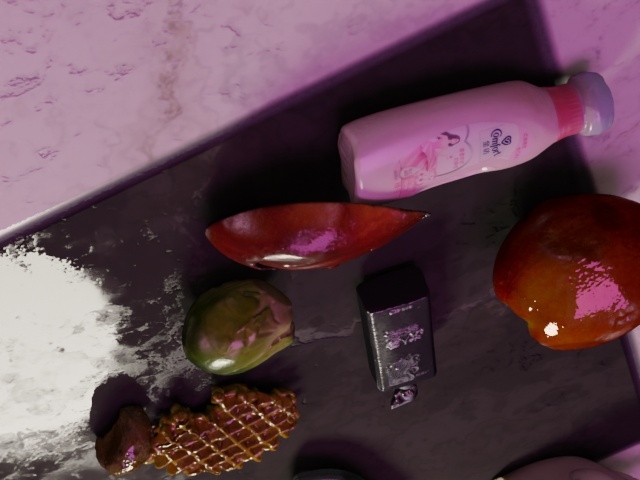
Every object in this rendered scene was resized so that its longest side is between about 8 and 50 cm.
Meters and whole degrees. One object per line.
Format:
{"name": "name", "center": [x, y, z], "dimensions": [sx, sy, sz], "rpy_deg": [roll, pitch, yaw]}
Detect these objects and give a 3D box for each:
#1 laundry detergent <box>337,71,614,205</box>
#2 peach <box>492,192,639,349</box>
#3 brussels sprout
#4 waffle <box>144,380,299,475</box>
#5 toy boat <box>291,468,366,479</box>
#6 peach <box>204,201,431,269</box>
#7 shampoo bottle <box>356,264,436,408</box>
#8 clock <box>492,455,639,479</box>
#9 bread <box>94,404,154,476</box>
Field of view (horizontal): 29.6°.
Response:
{"name": "laundry detergent", "center": [0.191, -0.129, 1.472], "dimensions": [0.335, 0.087, 0.159], "rpy_deg": [-15, 154, -9]}
{"name": "peach", "center": [0.359, 0.031, 1.663], "dimensions": [0.244, 0.199, 0.243], "rpy_deg": [-6, 128, -7]}
{"name": "brussels sprout", "center": [-0.115, 0.113, 1.608], "dimensions": [0.155, 0.117, 0.155], "rpy_deg": [-33, 153, -19]}
{"name": "waffle", "center": [-0.149, 0.293, 1.870], "dimensions": [0.232, 0.051, 0.228], "rpy_deg": [4, 136, -30]}
{"name": "toy boat", "center": [0.029, 0.474, 2.148], "dimensions": [0.141, 0.092, 0.319], "rpy_deg": [-30, 141, 9]}
{"name": "peach", "center": [-0.001, 0.004, 1.497], "dimensions": [0.279, 0.068, 0.189], "rpy_deg": [-4, 169, 9]}
{"name": "shampoo bottle", "center": [0.119, 0.154, 1.810], "dimensions": [0.098, 0.071, 0.309], "rpy_deg": [-20, 145, -6]}
{"name": "clock", "center": [0.507, 0.599, 2.401], "dimensions": [0.377, 0.250, 0.368], "rpy_deg": [4, 137, -29]}
{"name": "bread", "center": [-0.286, 0.304, 1.795], "dimensions": [0.060, 0.082, 0.113], "rpy_deg": [12, 135, -40]}
